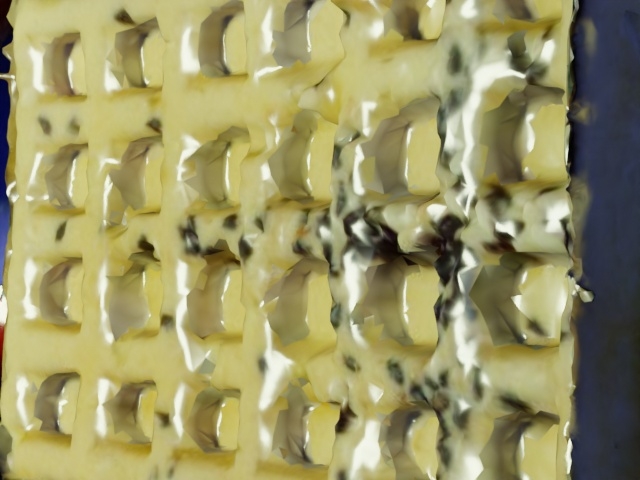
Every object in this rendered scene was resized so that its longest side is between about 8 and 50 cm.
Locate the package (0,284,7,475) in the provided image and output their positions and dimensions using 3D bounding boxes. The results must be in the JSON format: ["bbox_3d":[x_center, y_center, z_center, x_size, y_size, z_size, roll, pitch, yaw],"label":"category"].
[{"bbox_3d":[-0.224,0.105,1.014,0.269,0.071,0.194,14,109,33],"label":"package"}]

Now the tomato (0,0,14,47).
[{"bbox_3d":[-0.324,-0.160,1.009,0.321,0.321,0.321,-8,80,47],"label":"tomato"}]

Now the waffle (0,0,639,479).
[{"bbox_3d":[0.000,0.000,0.780,0.376,0.114,0.261,2,87,48],"label":"waffle"}]

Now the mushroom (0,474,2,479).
[{"bbox_3d":[-0.254,0.130,0.931,0.344,0.247,0.130,32,70,23],"label":"mushroom"}]
